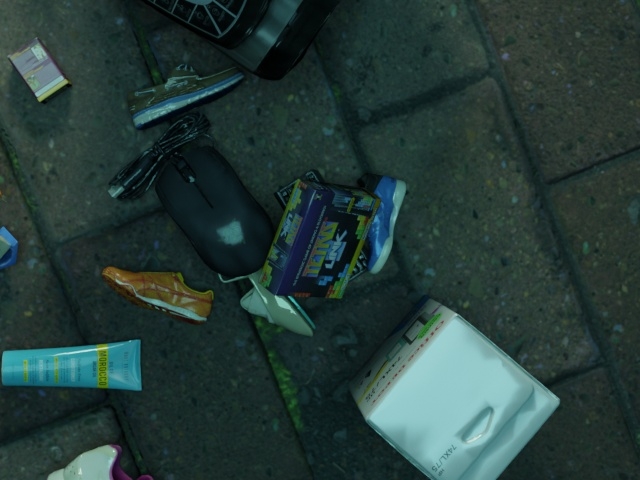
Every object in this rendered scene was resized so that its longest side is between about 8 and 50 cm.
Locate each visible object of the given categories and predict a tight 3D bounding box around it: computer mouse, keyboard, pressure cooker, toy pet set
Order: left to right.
[{"bbox_3d":[-0.505,-0.014,1.646,0.114,0.065,0.122,39,86,30],"label":"toy pet set"},{"bbox_3d":[-0.179,-0.061,1.600,0.188,0.072,0.272,-41,71,-5],"label":"computer mouse"},{"bbox_3d":[-0.130,-0.467,1.486,0.420,0.375,0.370,35,89,-8],"label":"pressure cooker"},{"bbox_3d":[-0.005,-0.010,1.689,0.108,0.023,0.180,-32,94,-2],"label":"keyboard"}]

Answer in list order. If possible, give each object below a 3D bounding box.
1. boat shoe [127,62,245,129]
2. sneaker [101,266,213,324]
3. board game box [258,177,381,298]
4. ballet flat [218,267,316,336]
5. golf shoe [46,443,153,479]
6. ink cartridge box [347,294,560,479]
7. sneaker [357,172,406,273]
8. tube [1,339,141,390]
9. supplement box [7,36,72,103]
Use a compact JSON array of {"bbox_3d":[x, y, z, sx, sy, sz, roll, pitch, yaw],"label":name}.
[{"bbox_3d":[-0.206,-0.232,1.642,0.183,0.066,0.066,-23,88,-5],"label":"boat shoe"},{"bbox_3d":[-0.249,0.073,1.665,0.175,0.064,0.067,21,71,-10],"label":"sneaker"},{"bbox_3d":[0.000,0.000,1.594,0.141,0.048,0.170,4,114,-45],"label":"board game box"},{"bbox_3d":[-0.104,0.059,1.657,0.086,0.086,0.248,-34,86,-2],"label":"ballet flat"},{"bbox_3d":[-0.279,0.446,1.648,0.140,0.115,0.306,-39,96,-5],"label":"golf shoe"},{"bbox_3d":[0.184,0.225,1.588,0.197,0.270,0.198,41,89,-5],"label":"ink cartridge box"},{"bbox_3d":[0.073,-0.030,1.673,0.084,0.058,0.152,16,87,-10],"label":"sneaker"},{"bbox_3d":[-0.379,0.194,1.663,0.207,0.052,0.080,-1,102,-10],"label":"tube"},{"bbox_3d":[-0.422,-0.255,1.637,0.055,0.043,0.083,-34,95,-2],"label":"supplement box"}]
